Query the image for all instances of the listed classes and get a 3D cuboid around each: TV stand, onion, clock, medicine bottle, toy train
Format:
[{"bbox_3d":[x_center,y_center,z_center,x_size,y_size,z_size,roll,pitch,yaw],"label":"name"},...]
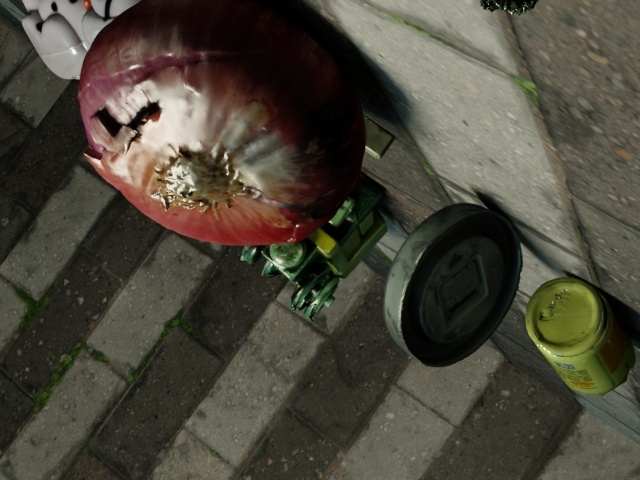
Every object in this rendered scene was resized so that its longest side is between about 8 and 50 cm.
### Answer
[{"bbox_3d":[-0.014,-0.192,1.404,0.249,0.036,0.042,35,174,7],"label":"TV stand"},{"bbox_3d":[-0.106,-0.160,1.253,0.347,0.285,0.348,8,138,7],"label":"onion"},{"bbox_3d":[-0.252,-0.299,1.353,0.189,0.189,0.254,38,162,-30],"label":"clock"},{"bbox_3d":[0.380,0.146,1.518,0.124,0.124,0.239,32,176,33],"label":"medicine bottle"},{"bbox_3d":[0.000,0.000,1.917,0.160,0.253,0.397,41,177,11],"label":"toy train"},{"bbox_3d":[0.177,0.059,1.406,0.049,0.226,0.226,30,173,46],"label":"clock"}]

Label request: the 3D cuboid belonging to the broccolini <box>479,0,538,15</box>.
[{"bbox_3d":[0.069,-0.216,0.631,0.218,0.042,0.044,45,172,-31],"label":"broccolini"}]
